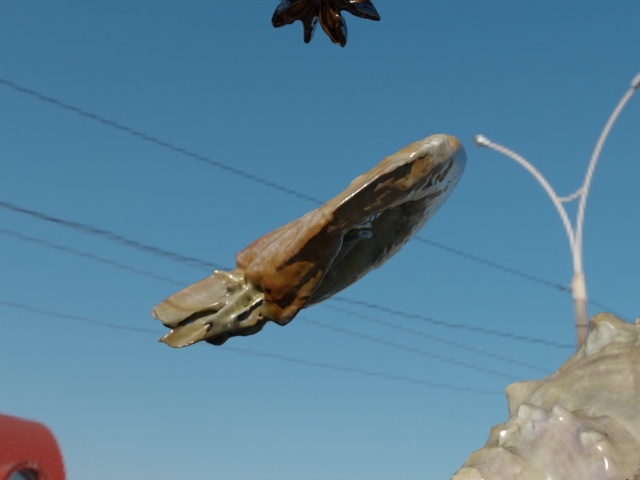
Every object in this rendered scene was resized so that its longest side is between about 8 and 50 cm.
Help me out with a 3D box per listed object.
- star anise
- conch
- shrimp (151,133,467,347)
[{"bbox_3d":[0.034,-0.334,1.212,0.234,0.073,0.177,9,-40,3],"label":"star anise"},{"bbox_3d":[0.167,0.104,0.338,0.245,0.178,0.162,12,-65,-20],"label":"conch"},{"bbox_3d":[0.000,0.000,0.776,0.317,0.077,0.168,-31,-20,-20],"label":"shrimp"}]
